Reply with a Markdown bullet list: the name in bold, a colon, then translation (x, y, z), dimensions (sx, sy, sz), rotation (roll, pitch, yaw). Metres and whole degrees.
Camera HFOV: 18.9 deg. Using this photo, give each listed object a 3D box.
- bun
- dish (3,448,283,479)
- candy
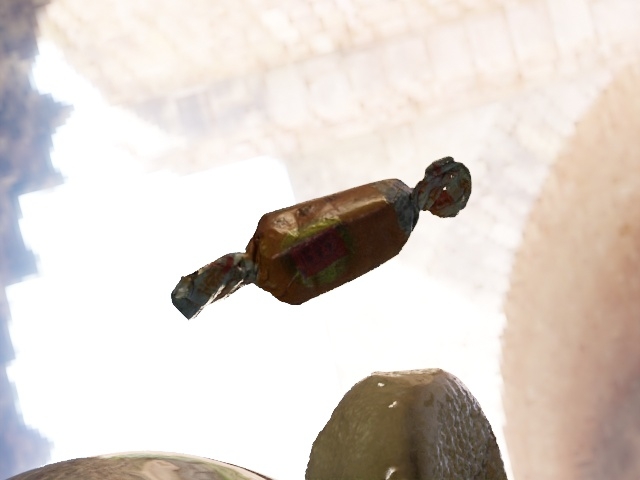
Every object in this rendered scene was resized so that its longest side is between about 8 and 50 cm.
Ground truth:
- **bun**: translation (0.027, 0.083, 0.640), dimensions (0.086, 0.055, 0.086), rotation (27, -121, -57)
- **dish**: translation (-0.129, 0.182, 0.553), dimensions (0.324, 0.124, 0.324), rotation (-52, -17, -23)
- **candy**: translation (0.000, 0.000, 1.072), dimensions (0.046, 0.182, 0.053), rotation (-122, 12, -52)
